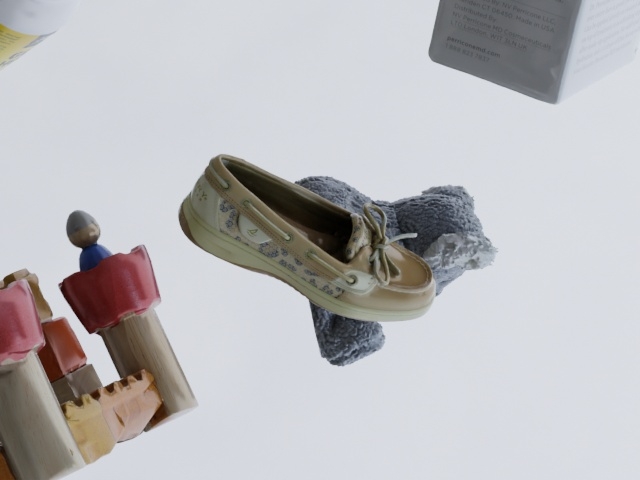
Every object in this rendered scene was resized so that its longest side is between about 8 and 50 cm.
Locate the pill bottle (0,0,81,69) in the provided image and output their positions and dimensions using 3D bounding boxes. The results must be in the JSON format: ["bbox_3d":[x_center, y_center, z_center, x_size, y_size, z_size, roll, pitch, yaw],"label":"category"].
[{"bbox_3d":[-0.431,-0.328,2.326,0.334,0.188,0.188,-25,-113,43],"label":"pill bottle"}]

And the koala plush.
[{"bbox_3d":[0.087,0.006,2.042,0.196,0.221,0.203,-98,176,-67],"label":"koala plush"}]

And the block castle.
[{"bbox_3d":[-0.360,0.149,1.545,0.453,0.303,0.213,-26,-92,23],"label":"block castle"}]

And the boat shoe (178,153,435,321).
[{"bbox_3d":[0.000,0.000,1.804,0.089,0.285,0.105,-57,-157,34],"label":"boat shoe"}]

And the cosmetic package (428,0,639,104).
[{"bbox_3d":[0.269,-0.393,1.823,0.161,0.230,0.453,23,-64,23],"label":"cosmetic package"}]
